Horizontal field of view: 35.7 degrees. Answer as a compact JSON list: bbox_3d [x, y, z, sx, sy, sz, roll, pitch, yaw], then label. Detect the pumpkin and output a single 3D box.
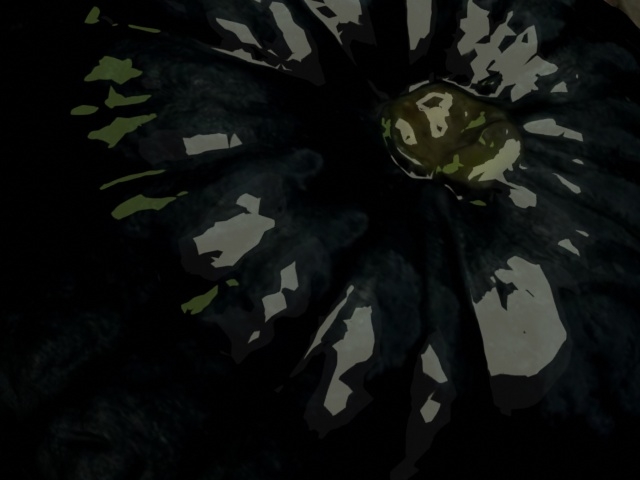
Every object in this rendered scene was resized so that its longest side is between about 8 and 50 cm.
[{"bbox_3d":[0.000,0.000,0.461,0.363,0.266,0.364,7,71,-20],"label":"pumpkin"}]
